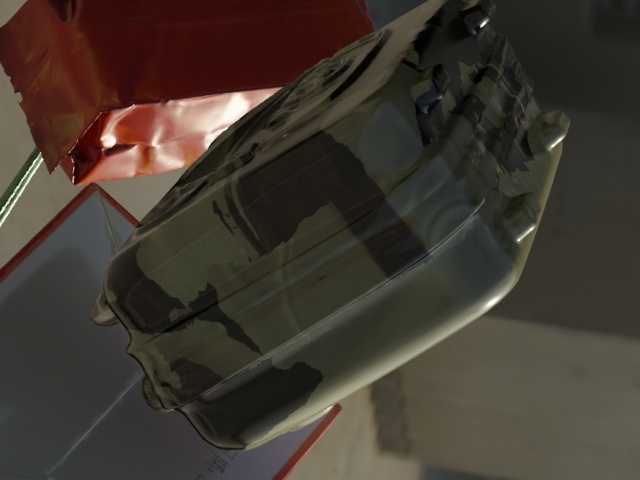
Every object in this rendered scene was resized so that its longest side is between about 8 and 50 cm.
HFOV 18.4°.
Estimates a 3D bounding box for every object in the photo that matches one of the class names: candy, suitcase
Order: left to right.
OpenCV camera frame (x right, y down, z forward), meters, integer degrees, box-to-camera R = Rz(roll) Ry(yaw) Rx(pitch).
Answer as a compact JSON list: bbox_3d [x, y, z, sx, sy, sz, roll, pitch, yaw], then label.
[{"bbox_3d":[-0.348,-0.006,2.049,0.335,0.093,0.092,-54,-175,7],"label":"candy"},{"bbox_3d":[0.000,0.000,1.365,0.194,0.339,0.351,54,22,-9],"label":"suitcase"}]

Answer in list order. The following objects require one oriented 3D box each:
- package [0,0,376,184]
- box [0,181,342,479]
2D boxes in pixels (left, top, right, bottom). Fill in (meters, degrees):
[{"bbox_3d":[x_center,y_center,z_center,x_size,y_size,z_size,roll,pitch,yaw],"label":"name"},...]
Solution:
[{"bbox_3d":[-0.098,-0.173,1.933,0.196,0.424,0.123,64,-33,32],"label":"package"},{"bbox_3d":[-0.232,0.201,1.792,0.348,0.318,0.257,-49,-178,-31],"label":"box"}]
